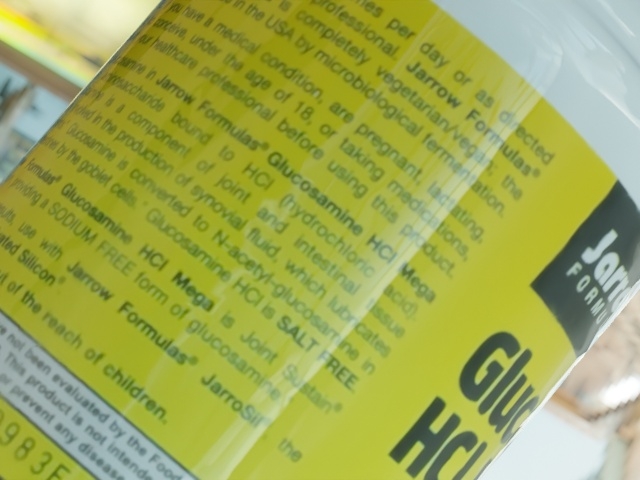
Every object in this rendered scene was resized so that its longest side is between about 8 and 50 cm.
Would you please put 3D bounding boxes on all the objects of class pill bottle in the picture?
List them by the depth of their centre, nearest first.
[{"bbox_3d":[0.000,0.000,0.632,0.334,0.188,0.188,-50,-173,-6],"label":"pill bottle"}]
